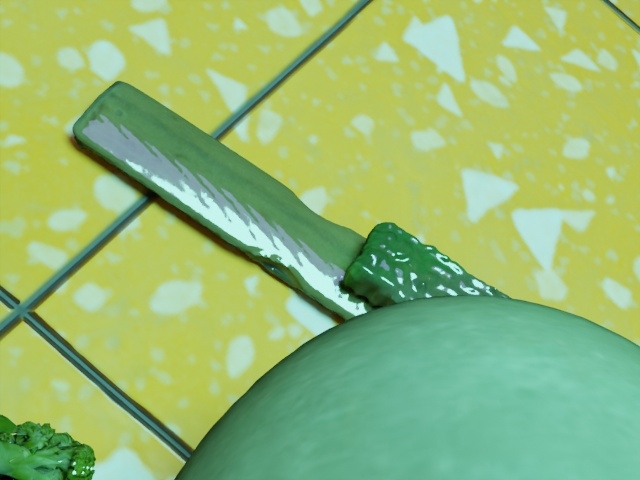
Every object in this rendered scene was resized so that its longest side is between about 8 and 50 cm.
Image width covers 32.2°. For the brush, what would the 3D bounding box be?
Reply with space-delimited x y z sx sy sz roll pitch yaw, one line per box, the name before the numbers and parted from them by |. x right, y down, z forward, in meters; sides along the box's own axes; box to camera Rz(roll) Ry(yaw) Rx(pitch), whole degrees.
brush | 0.000 0.000 0.591 0.282 0.048 0.054 33 49 -2

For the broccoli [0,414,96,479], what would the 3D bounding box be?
broccoli | -0.136 0.115 0.407 0.131 0.120 0.130 18 38 24

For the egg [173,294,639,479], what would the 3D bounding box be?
egg | 0.051 0.164 0.369 0.258 0.258 0.352 22 37 -12
